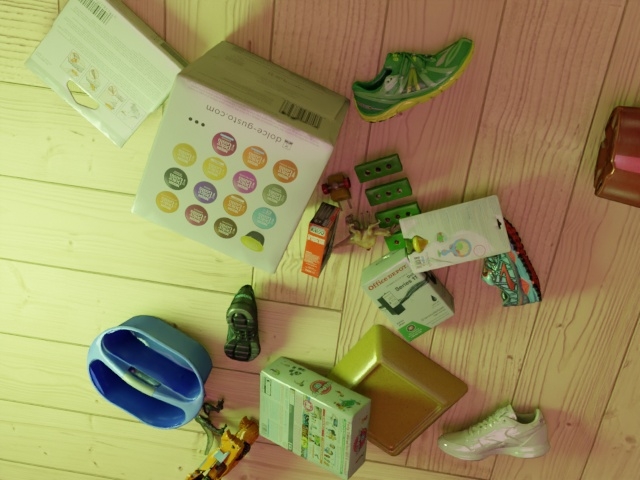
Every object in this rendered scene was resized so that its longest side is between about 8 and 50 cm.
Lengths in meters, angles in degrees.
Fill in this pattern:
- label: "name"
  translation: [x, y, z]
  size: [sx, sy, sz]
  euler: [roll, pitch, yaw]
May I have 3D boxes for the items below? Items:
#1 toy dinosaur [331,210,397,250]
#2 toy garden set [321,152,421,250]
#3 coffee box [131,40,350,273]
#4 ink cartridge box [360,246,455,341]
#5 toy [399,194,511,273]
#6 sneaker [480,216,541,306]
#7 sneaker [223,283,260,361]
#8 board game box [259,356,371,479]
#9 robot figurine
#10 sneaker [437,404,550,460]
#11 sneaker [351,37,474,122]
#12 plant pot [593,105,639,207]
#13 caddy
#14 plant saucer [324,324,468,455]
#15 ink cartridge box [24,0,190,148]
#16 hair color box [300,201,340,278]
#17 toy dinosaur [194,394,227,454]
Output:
- label: "toy dinosaur"
  translation: [0.093, -0.015, 1.791]
  size: [0.183, 0.053, 0.093]
  euler: [-17, 119, 20]
- label: "toy garden set"
  translation: [0.135, -0.085, 1.802]
  size: [0.203, 0.049, 0.244]
  euler: [-15, 118, 19]
- label: "coffee box"
  translation: [-0.165, -0.191, 1.625]
  size: [0.337, 0.338, 0.334]
  euler: [24, 117, -5]
- label: "ink cartridge box"
  translation: [0.221, 0.132, 1.874]
  size: [0.153, 0.087, 0.208]
  euler: [-36, 106, 21]
- label: "toy"
  translation: [0.320, -0.015, 1.758]
  size: [0.237, 0.056, 0.137]
  euler: [-14, 92, 13]
- label: "sneaker"
  translation: [0.446, 0.062, 1.803]
  size: [0.125, 0.104, 0.262]
  euler: [-22, 110, 20]
- label: "sneaker"
  translation: [-0.202, 0.229, 1.977]
  size: [0.101, 0.106, 0.267]
  euler: [9, 137, -2]
- label: "board game box"
  translation: [-0.021, 0.481, 2.003]
  size: [0.303, 0.097, 0.224]
  euler: [21, 122, 30]
- label: "robot figurine"
  translation: [-0.295, 0.649, 2.145]
  size: [0.085, 0.211, 0.291]
  euler: [44, 111, 11]
- label: "sneaker"
  translation: [0.475, 0.525, 2.039]
  size: [0.305, 0.114, 0.152]
  euler: [-5, 101, 5]
- label: "sneaker"
  translation: [0.200, -0.366, 1.620]
  size: [0.295, 0.109, 0.123]
  euler: [-27, 114, 19]
- label: "plant pot"
  translation: [0.745, -0.168, 1.576]
  size: [0.265, 0.272, 0.272]
  euler: [11, 117, 10]
- label: "caddy"
  translation: [-0.462, 0.359, 1.992]
  size: [0.341, 0.179, 0.241]
  euler: [30, 106, 2]
- label: "plant saucer"
  translation: [0.183, 0.443, 2.037]
  size: [0.333, 0.081, 0.333]
  euler: [35, 114, -10]
- label: "ink cartridge box"
  translation: [-0.494, -0.408, 1.714]
  size: [0.296, 0.066, 0.261]
  euler: [42, 114, -13]
- label: "hair color box"
  translation: [0.000, 0.000, 1.810]
  size: [0.053, 0.093, 0.167]
  euler: [19, 133, 11]
- label: "toy dinosaur"
  translation: [-0.331, 0.517, 2.147]
  size: [0.118, 0.064, 0.268]
  euler: [-6, 114, 29]
